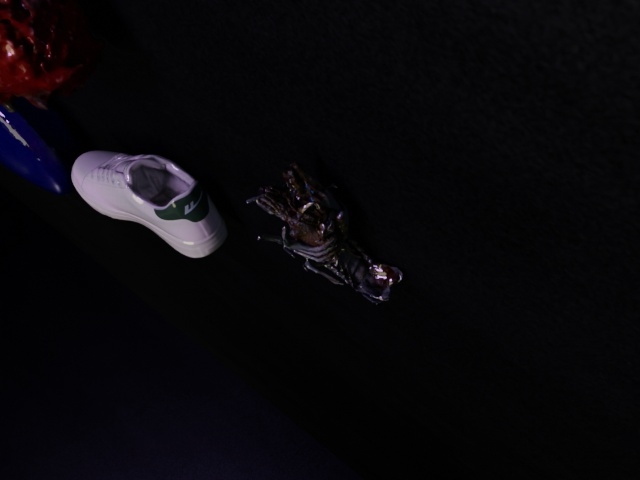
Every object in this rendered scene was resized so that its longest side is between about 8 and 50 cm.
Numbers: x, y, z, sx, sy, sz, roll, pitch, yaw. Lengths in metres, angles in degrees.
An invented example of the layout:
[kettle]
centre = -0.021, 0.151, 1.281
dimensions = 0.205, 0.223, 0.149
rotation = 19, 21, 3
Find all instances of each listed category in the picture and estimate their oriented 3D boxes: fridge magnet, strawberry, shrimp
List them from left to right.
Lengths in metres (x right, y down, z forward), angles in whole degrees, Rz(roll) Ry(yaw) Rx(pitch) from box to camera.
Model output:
[strawberry]
centre = -0.308, -0.207, 0.616
dimensions = 0.186, 0.184, 0.201
rotation = 25, 146, 32
[fridge magnet]
centre = -0.490, -0.182, 1.117
dimensions = 0.265, 0.113, 0.265
rotation = 36, 160, 15
[shrimp]
centre = -0.002, 0.000, 0.615
dimensions = 0.076, 0.082, 0.174
rotation = 10, 152, 49

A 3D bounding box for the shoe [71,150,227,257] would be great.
[shoe]
centre = -0.232, -0.078, 0.890
dimensions = 0.265, 0.095, 0.110
rotation = 27, 151, 24
